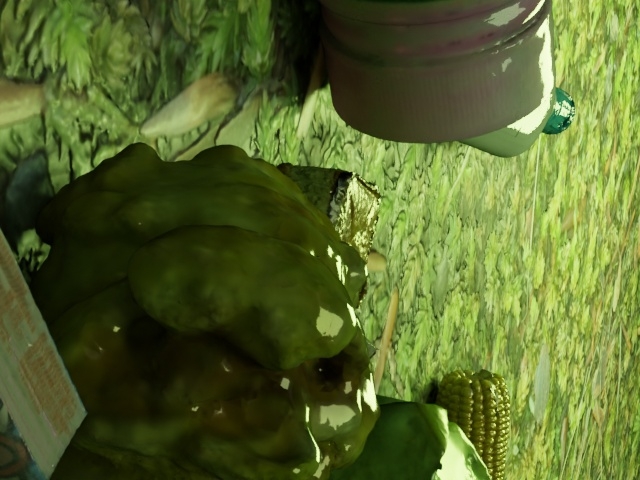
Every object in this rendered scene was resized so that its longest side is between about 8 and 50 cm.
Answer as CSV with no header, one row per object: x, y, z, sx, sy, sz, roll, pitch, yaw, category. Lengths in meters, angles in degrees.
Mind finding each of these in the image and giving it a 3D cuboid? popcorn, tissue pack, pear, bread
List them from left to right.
-0.197,0.049,0.653,0.155,0.115,0.065,74,32,-44,tissue pack
-0.078,0.082,0.803,0.242,0.234,0.250,-71,173,-69,popcorn
0.000,0.000,1.141,0.140,0.069,0.128,18,81,-69,bread
0.076,0.276,1.189,0.282,0.176,0.287,37,45,-65,pear

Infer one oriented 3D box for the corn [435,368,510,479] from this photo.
0.177,0.278,1.589,0.093,0.093,0.244,-11,106,-65,corn

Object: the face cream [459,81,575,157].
0.219,-0.179,1.542,0.336,0.080,0.163,11,91,-61,face cream

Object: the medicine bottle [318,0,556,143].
0.085,-0.267,1.090,0.212,0.212,0.326,-56,146,-46,medicine bottle

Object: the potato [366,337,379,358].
0.011,0.087,1.242,0.037,0.036,0.093,-46,132,4,potato
